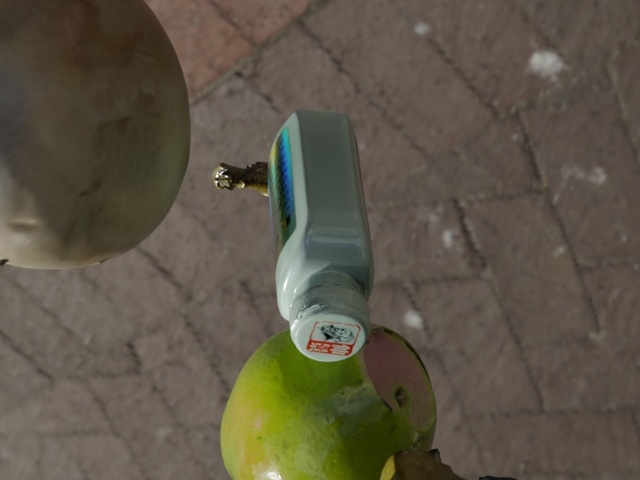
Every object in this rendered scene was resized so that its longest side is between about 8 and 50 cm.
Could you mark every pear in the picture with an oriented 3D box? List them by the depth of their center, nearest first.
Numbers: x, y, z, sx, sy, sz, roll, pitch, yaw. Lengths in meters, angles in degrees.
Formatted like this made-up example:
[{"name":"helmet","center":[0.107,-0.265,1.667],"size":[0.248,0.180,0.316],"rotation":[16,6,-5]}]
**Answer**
[{"name":"pear","center":[-0.001,0.172,1.398],"size":[0.219,0.187,0.187],"rotation":[-37,108,29]}]

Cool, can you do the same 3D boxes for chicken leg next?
[{"name":"chicken leg","center":[-0.038,-0.064,1.694],"size":[0.178,0.093,0.070],"rotation":[2,108,-32]}]

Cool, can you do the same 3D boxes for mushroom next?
[{"name":"mushroom","center":[-0.278,-0.116,1.419],"size":[0.290,0.292,0.293],"rotation":[3,129,31]}]

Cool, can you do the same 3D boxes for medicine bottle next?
[{"name":"medicine bottle","center":[0.000,0.000,1.337],"size":[0.083,0.229,0.121],"rotation":[5,133,-10]}]

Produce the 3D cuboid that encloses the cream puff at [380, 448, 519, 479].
[{"name":"cream puff","center":[0.129,0.333,1.195],"size":[0.323,0.274,0.270],"rotation":[10,116,25]}]
